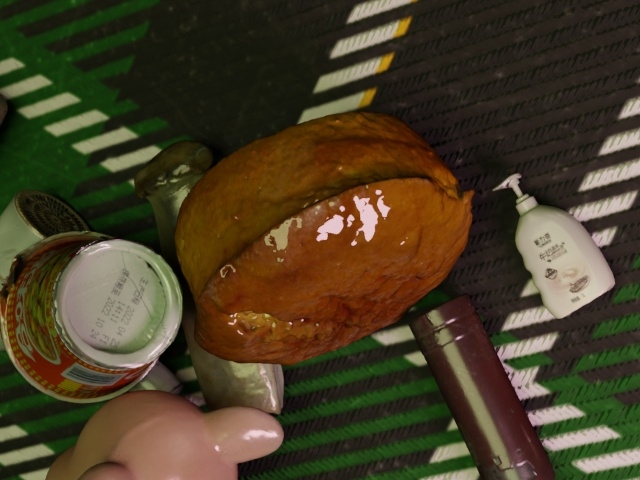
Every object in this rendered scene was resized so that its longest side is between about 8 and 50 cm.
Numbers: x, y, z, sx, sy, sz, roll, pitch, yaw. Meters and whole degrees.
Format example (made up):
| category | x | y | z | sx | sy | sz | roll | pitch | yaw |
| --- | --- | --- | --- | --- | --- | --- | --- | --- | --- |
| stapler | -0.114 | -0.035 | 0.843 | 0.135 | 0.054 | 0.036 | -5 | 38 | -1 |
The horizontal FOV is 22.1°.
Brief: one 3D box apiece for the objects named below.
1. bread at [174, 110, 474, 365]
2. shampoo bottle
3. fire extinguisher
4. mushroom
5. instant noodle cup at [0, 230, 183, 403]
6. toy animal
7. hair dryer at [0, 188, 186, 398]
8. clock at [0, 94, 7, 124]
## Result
| category | x | y | z | sx | sy | sz | roll | pitch | yaw |
| --- | --- | --- | --- | --- | --- | --- | --- | --- | --- |
| bread | -0.005 | 0.003 | 1.621 | 0.312 | 0.312 | 0.172 | -38 | 65 | 22 |
| shampoo bottle | 0.229 | -0.002 | 1.641 | 0.077 | 0.045 | 0.152 | -32 | 82 | 23 |
| fire extinguisher | 0.172 | 0.191 | 1.677 | 0.089 | 0.072 | 0.268 | -31 | 84 | 50 |
| mushroom | -0.117 | 0.045 | 1.778 | 0.100 | 0.081 | 0.312 | -16 | 94 | 32 |
| instant noodle cup | -0.227 | 0.071 | 1.680 | 0.193 | 0.212 | 0.193 | 2 | 83 | -17 |
| toy animal | -0.157 | 0.313 | 1.697 | 0.326 | 0.237 | 0.269 | 54 | 145 | 29 |
| hair dryer | -0.252 | 0.121 | 1.840 | 0.357 | 0.107 | 0.173 | 42 | 112 | 7 |
| clock | -0.530 | -0.169 | 1.801 | 0.284 | 0.309 | 0.114 | 38 | 111 | 15 |
